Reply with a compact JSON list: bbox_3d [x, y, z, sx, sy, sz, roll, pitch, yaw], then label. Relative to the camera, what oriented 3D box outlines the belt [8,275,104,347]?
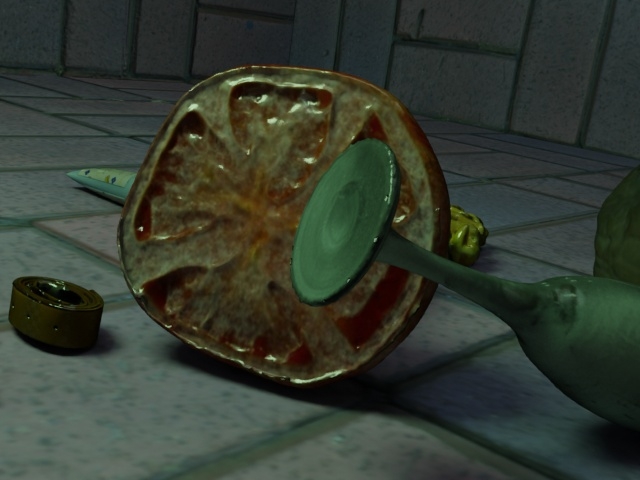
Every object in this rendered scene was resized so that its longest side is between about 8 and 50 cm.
[{"bbox_3d":[-0.193,0.053,0.624,0.083,0.036,0.059,20,12,41],"label":"belt"}]

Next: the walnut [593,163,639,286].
[{"bbox_3d":[0.353,0.012,0.758,0.224,0.224,0.224,7,14,-2],"label":"walnut"}]

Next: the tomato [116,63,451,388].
[{"bbox_3d":[-0.023,-0.009,0.617,0.236,0.237,0.095,11,-2,13],"label":"tomato"}]

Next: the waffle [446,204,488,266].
[{"bbox_3d":[0.114,-0.020,1.040,0.219,0.057,0.229,19,17,38],"label":"waffle"}]

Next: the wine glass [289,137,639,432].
[{"bbox_3d":[0.122,0.119,0.490,0.309,0.264,0.096,24,-29,-26],"label":"wine glass"}]

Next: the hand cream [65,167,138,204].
[{"bbox_3d":[-0.250,-0.068,1.063,0.065,0.043,0.170,2,10,-44],"label":"hand cream"}]
